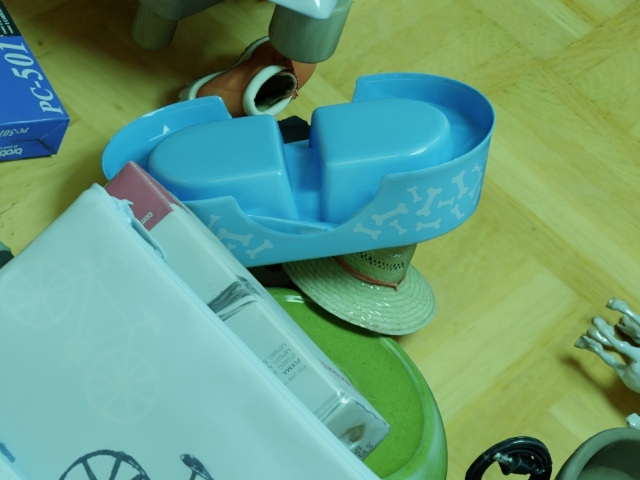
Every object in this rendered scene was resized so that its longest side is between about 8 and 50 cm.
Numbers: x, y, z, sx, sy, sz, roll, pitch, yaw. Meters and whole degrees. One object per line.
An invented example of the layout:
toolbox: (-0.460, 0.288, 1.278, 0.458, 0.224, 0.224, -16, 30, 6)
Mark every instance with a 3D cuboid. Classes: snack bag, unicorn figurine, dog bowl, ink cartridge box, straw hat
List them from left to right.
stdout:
ink cartridge box: (-0.285, -0.149, 1.558, 0.097, 0.046, 0.207, -9, 53, -36)
snack bag: (-0.152, 0.174, 1.171, 0.342, 0.037, 0.323, -41, 72, -13)
ink cartridge box: (-0.066, 0.068, 1.317, 0.218, 0.092, 0.158, 45, 0, 19)
dog bowl: (-0.014, -0.050, 1.508, 0.297, 0.074, 0.166, -7, 31, -2)
straw hat: (0.042, 0.006, 1.544, 0.144, 0.061, 0.144, 23, 29, -13)
unicorn figurine: (0.261, 0.105, 1.615, 0.111, 0.060, 0.162, 38, 40, 9)

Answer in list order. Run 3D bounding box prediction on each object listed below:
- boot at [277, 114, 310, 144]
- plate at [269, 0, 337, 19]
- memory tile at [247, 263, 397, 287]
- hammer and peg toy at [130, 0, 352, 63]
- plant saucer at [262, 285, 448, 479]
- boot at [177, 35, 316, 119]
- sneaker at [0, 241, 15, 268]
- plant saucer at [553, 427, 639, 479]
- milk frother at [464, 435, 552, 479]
boot: (-0.004, -0.059, 1.623, 0.099, 0.045, 0.121, 31, 25, 15)
plate: (-0.091, -0.307, 1.619, 0.277, 0.045, 0.278, 21, 36, -1)
memory tile: (0.000, 0.000, 1.603, 0.148, 0.012, 0.113, 6, 45, -26)
hammer and peg toy: (-0.095, -0.266, 1.711, 0.361, 0.127, 0.266, 37, 39, 18)
plant saucer: (-0.008, 0.117, 1.456, 0.241, 0.037, 0.241, 17, 41, -15)
boot: (-0.038, -0.132, 1.654, 0.158, 0.085, 0.059, -38, 113, -44)
sneaker: (-0.243, 0.100, 1.307, 0.118, 0.083, 0.222, 38, 49, 1)
plant saucer: (0.219, 0.265, 1.346, 0.278, 0.041, 0.277, 27, 54, -44)
milk frother: (0.118, 0.224, 1.337, 0.129, 0.143, 0.134, -7, 50, -46)
